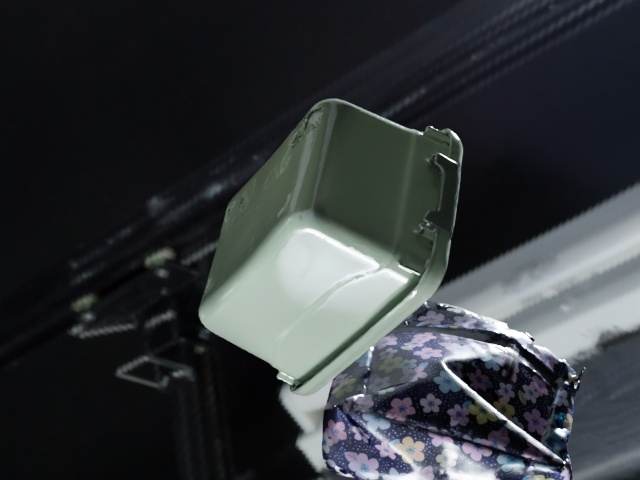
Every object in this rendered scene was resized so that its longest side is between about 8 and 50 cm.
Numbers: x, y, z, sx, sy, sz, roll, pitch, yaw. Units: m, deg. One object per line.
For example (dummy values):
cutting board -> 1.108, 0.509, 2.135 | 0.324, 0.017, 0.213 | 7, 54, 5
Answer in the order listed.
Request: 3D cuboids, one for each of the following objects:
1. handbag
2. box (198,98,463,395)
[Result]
handbag -> 0.109, 0.144, 1.167 | 0.208, 0.228, 0.127 | -70, 175, -61
box -> 0.000, 0.000, 0.795 | 0.172, 0.093, 0.124 | -46, -155, 47
